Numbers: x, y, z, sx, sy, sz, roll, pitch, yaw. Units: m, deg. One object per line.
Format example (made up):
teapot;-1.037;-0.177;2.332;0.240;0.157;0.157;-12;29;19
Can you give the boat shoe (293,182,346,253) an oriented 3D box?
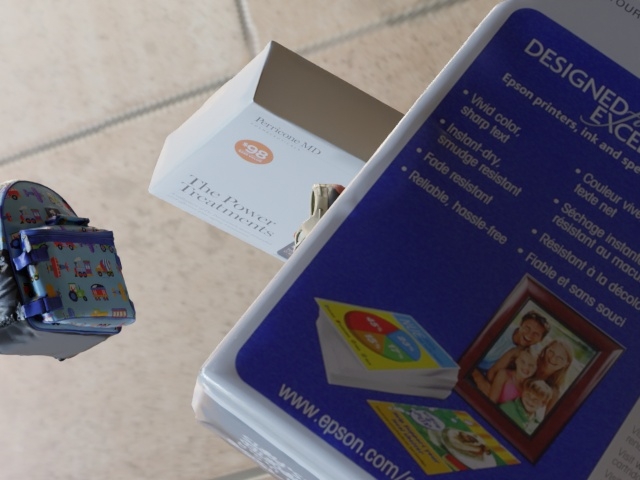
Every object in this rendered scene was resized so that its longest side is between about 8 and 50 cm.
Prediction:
boat shoe;0.000;0.000;1.135;0.043;0.137;0.049;18;129;1

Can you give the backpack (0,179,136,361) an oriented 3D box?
backpack;-0.269;0.017;1.365;0.117;0.158;0.173;-25;71;26

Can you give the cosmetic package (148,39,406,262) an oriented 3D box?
cosmetic package;0.024;-0.058;1.712;0.377;0.284;0.097;27;57;-19

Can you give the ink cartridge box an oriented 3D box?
ink cartridge box;0.153;0.044;0.637;0.303;0.072;0.307;36;64;8
